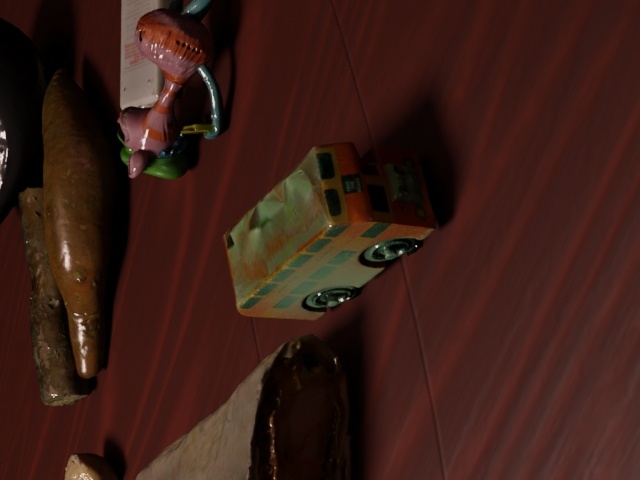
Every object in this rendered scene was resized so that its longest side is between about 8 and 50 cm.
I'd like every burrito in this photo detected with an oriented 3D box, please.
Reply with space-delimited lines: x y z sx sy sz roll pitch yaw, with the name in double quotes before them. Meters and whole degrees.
"burrito" -0.072 0.200 0.977 0.299 0.105 0.143 -43 50 47

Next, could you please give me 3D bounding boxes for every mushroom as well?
"mushroom" -0.234 0.321 1.244 0.054 0.059 0.202 -4 85 17

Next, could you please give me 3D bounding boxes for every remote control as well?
"remote control" -0.171 -0.227 1.206 0.087 0.029 0.190 -7 82 54

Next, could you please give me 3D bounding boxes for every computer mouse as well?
"computer mouse" -0.372 -0.122 1.410 0.170 0.100 0.269 -98 26 -61

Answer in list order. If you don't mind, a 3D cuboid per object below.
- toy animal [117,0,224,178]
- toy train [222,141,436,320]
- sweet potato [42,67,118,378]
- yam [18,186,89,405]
"toy animal" -0.124 -0.151 1.101 0.103 0.100 0.208 23 108 12
"toy train" 0.000 0.000 0.890 0.188 0.099 0.072 -40 57 45
"sweet potato" -0.252 -0.030 1.275 0.108 0.079 0.346 126 139 -78
"yam" -0.299 0.058 1.346 0.061 0.061 0.253 -35 59 48
